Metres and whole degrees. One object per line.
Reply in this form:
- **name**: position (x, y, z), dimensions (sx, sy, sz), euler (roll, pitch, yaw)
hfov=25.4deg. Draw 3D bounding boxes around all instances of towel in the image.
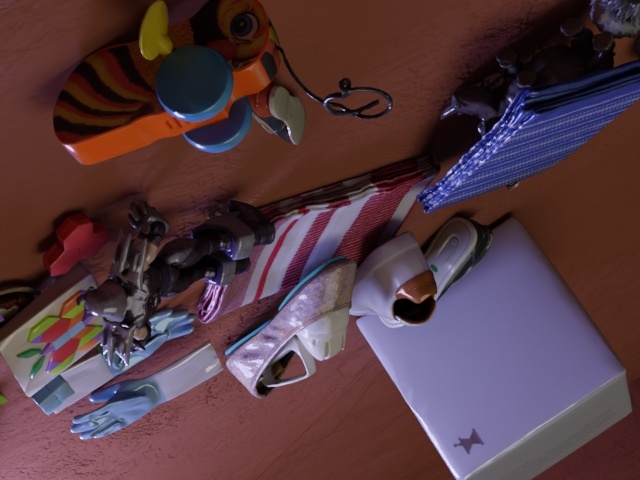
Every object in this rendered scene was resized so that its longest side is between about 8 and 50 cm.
- **towel**: position (0.000, 0.000, 1.939), dimensions (0.329, 0.037, 0.237), euler (-19, 155, -33)
- **towel**: position (0.287, -0.141, 1.860), dimensions (0.243, 0.040, 0.336), euler (-18, 167, -26)

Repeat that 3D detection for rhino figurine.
- **rhino figurine**: position (0.266, -0.201, 1.820), dimensions (0.243, 0.073, 0.106), euler (-24, 155, 14)

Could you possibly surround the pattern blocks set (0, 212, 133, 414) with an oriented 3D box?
- **pattern blocks set**: position (-0.307, 0.105, 1.666), dimensions (0.285, 0.026, 0.325), euler (-44, 159, -1)

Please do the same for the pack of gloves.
- **pack of gloves**: position (-0.264, 0.174, 1.950), dimensions (0.232, 0.046, 0.195), euler (-30, 144, -9)

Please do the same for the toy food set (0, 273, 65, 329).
- **toy food set**: position (-0.370, 0.099, 1.616), dimensions (0.192, 0.038, 0.132), euler (-20, 155, -32)

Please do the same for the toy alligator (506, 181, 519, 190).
- **toy alligator**: position (0.322, -0.147, 2.071), dimensions (0.051, 0.056, 0.189), euler (34, 121, -21)

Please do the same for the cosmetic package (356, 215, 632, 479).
- **cosmetic package**: position (0.312, 0.222, 2.457), dimensions (0.327, 0.329, 0.394), euler (-34, 160, 3)

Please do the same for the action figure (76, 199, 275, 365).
- **action figure**: position (-0.180, 0.037, 1.629), dimensions (0.285, 0.099, 0.185), euler (-24, 144, -52)

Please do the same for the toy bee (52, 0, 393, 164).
- **toy bee**: position (-0.100, -0.166, 1.327), dimensions (0.298, 0.162, 0.195), euler (-1, 159, -12)

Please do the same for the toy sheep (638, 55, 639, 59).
- **toy sheep**: position (0.498, -0.259, 2.032), dimensions (0.091, 0.091, 0.132), euler (-39, 164, 13)

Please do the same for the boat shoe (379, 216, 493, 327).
- **boat shoe**: position (0.183, 0.057, 2.257), dimensions (0.233, 0.084, 0.079), euler (-48, 154, 25)

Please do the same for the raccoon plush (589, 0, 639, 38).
- **raccoon plush**: position (0.365, -0.329, 1.554), dimensions (0.299, 0.216, 0.446), euler (-6, 150, -31)

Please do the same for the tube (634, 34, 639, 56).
- **tube**: position (0.466, -0.318, 1.825), dimensions (0.207, 0.052, 0.080), euler (-61, 173, -22)

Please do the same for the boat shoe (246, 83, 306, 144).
- **boat shoe**: position (-0.050, -0.140, 1.560), dimensions (0.043, 0.049, 0.137), euler (6, 170, 17)

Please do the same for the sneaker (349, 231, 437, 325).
- **sneaker**: position (0.101, 0.089, 2.117), dimensions (0.106, 0.123, 0.290), euler (-29, 171, -16)

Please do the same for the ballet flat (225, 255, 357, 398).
- **ballet flat**: position (-0.023, 0.136, 2.045), dimensions (0.107, 0.106, 0.316), euler (-18, 162, -41)
